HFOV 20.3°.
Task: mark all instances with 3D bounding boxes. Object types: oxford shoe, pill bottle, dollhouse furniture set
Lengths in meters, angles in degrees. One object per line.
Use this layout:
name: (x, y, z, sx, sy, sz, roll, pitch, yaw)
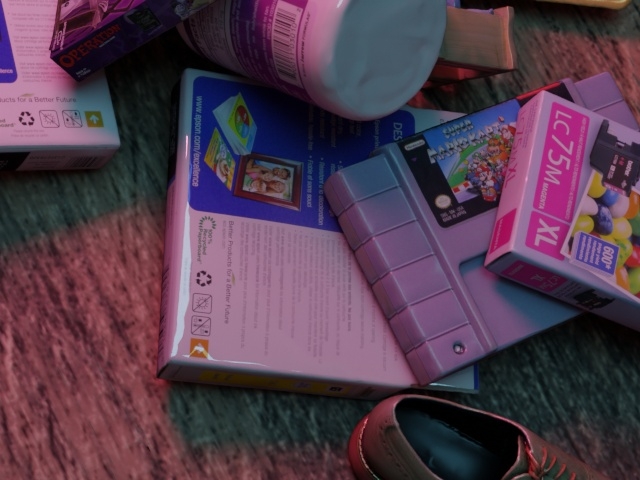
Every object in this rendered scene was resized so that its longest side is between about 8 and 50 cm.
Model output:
oxford shoe: (0.197, 0.242, 1.663, 0.348, 0.130, 0.123, 21, 66, -3)
pill bottle: (-0.038, -0.234, 1.722, 0.301, 0.169, 0.169, 27, 60, 40)
dollhouse furniture set: (0.103, -0.255, 1.794, 0.129, 0.129, 0.184, 2, 82, -47)

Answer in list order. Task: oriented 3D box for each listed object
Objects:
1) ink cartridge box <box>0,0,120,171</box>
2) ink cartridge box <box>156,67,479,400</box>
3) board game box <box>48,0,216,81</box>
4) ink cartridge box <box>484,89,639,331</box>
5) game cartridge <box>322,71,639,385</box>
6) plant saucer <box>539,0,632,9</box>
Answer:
ink cartridge box: (-0.319, -0.244, 1.746, 0.175, 0.069, 0.371, -3, 71, -31)
ink cartridge box: (0.000, 0.000, 1.750, 0.307, 0.072, 0.304, 9, 67, -18)
board game box: (-0.159, -0.328, 1.732, 0.208, 0.056, 0.347, -23, 44, 24)
ink cartridge box: (0.323, -0.005, 1.749, 0.311, 0.065, 0.186, 23, 62, -17)
game cartridge: (0.196, -0.023, 1.765, 0.355, 0.068, 0.230, -22, 84, -30)
plant saucer: (0.185, -0.426, 1.892, 0.332, 0.081, 0.333, 4, 100, -11)
